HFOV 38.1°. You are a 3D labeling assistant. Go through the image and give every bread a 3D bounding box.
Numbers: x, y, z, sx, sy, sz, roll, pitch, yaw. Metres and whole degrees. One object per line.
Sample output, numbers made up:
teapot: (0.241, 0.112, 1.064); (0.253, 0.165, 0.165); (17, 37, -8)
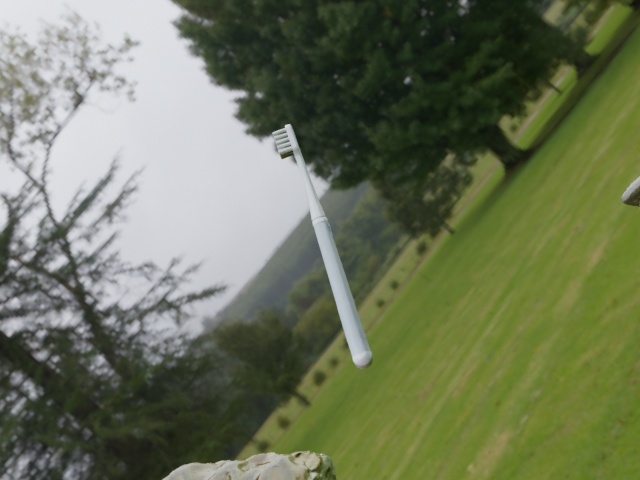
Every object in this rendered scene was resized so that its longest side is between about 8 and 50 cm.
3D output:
bread: (-0.102, 0.350, 1.173); (0.267, 0.130, 0.152); (-11, 43, 23)

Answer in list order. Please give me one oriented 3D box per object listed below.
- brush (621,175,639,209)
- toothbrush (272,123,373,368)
brush: (0.277, -0.077, 0.609); (0.043, 0.036, 0.248); (-11, -23, -18)
toothbrush: (0.002, -0.001, 1.150); (0.030, 0.342, 0.025); (-21, -24, 2)
